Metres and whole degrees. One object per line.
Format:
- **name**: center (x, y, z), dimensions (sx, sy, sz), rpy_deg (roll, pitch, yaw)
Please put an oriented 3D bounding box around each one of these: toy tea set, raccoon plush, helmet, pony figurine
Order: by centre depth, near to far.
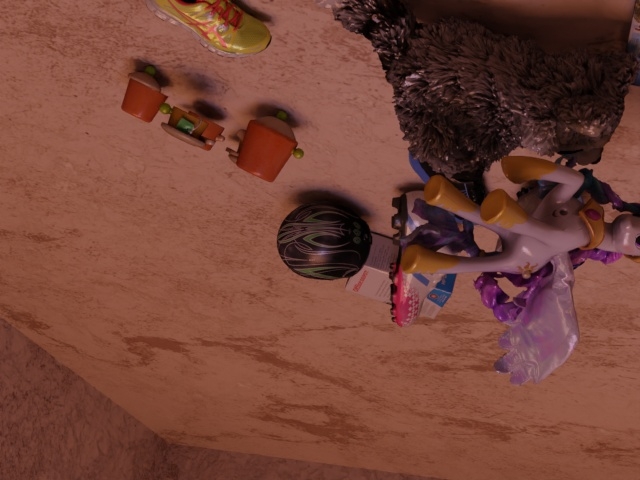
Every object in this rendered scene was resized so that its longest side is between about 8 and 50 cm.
- **raccoon plush**: center (0.218, -0.244, 1.711), dimensions (0.446, 0.216, 0.299), rpy_deg (30, 155, -26)
- **pony figurine**: center (0.296, 0.012, 1.721), dimensions (0.363, 0.303, 0.351), rpy_deg (13, 151, -29)
- **toy tea set**: center (-0.187, -0.220, 2.197), dimensions (0.336, 0.124, 0.200), rpy_deg (25, -177, -24)
- **helmet**: center (0.000, 0.000, 2.427), dimensions (0.161, 0.170, 0.169), rpy_deg (13, 160, -31)

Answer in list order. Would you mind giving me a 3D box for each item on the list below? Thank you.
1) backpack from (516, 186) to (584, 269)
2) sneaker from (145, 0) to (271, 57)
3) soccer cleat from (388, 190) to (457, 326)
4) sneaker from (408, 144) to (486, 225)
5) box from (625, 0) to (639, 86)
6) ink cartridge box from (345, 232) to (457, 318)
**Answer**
- **backpack**: center (0.398, -0.008, 2.184), dimensions (0.116, 0.158, 0.173), rpy_deg (-3, 167, -1)
- **sneaker**: center (-0.168, -0.355, 1.904), dimensions (0.208, 0.082, 0.094), rpy_deg (23, 152, -12)
- **soccer cleat**: center (0.205, 0.046, 2.365), dimensions (0.143, 0.116, 0.331), rpy_deg (1, 133, 1)
- **sneaker**: center (0.249, -0.099, 2.163), dimensions (0.090, 0.081, 0.232), rpy_deg (1, 150, 44)
- **box**: center (0.502, -0.284, 1.676), dimensions (0.159, 0.044, 0.233), rpy_deg (11, 154, 12)
- **ink cartridge box**: center (0.167, 0.073, 2.557), dimensions (0.203, 0.086, 0.148), rpy_deg (19, 154, -3)
